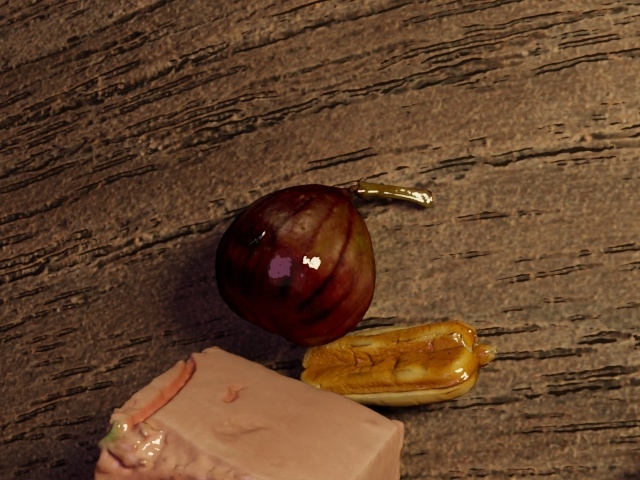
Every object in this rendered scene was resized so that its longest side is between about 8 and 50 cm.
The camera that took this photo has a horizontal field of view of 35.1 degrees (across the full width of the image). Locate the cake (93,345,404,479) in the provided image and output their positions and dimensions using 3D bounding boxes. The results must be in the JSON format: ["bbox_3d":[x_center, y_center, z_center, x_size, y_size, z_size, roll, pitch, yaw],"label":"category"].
[{"bbox_3d":[-0.085,0.328,1.124,0.314,0.293,0.307,16,104,16],"label":"cake"}]

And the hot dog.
[{"bbox_3d":[0.094,0.153,1.209,0.249,0.076,0.102,-10,51,25],"label":"hot dog"}]

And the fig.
[{"bbox_3d":[-0.012,-0.003,1.224,0.203,0.186,0.250,15,72,48],"label":"fig"}]
